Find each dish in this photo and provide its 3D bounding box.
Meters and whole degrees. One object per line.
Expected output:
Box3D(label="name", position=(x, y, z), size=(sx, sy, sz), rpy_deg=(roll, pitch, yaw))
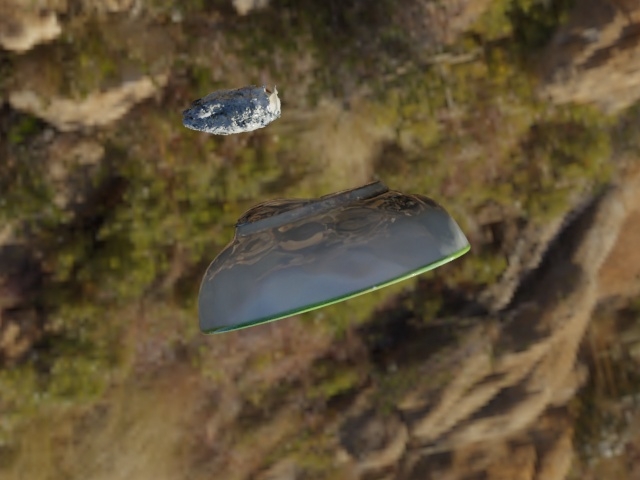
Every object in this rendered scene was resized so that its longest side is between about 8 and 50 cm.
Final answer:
Box3D(label="dish", position=(0.000, 0.000, 1.775), size=(0.324, 0.124, 0.324), rpy_deg=(-18, -177, 1))

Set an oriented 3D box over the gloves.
Box3D(label="gloves", position=(-0.141, -0.198, 2.389), size=(0.153, 0.070, 0.114), rpy_deg=(-8, -175, 13))
